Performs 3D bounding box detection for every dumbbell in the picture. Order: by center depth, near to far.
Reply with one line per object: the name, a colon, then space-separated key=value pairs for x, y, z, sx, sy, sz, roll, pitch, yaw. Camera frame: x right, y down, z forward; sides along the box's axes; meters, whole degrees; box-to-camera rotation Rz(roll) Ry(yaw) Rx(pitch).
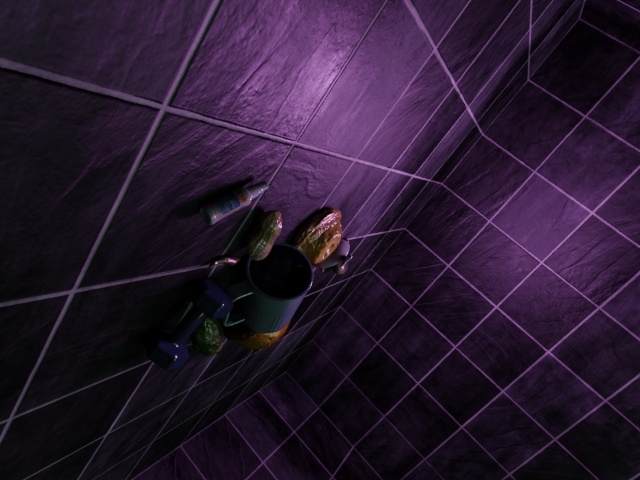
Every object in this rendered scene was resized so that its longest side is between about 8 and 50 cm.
dumbbell: x=-0.452 y=0.286 z=1.390 sx=0.325 sy=0.144 sz=0.160 roll=-47 pitch=161 yaw=4

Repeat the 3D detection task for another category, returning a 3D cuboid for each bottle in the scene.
bottle: x=-0.237 y=-0.115 z=1.148 sx=0.217 sy=0.060 sz=0.060 roll=-34 pitch=159 yaw=-36

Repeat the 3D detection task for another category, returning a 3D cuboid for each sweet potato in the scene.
sweet potato: x=-0.324 y=0.071 z=1.394 sx=0.153 sy=0.038 sz=0.042 roll=-9 pitch=116 yaw=-61

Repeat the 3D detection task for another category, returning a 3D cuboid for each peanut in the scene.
peanut: x=-0.198 y=-0.020 z=1.408 sx=0.098 sy=0.090 sz=0.214 roll=11 pitch=124 yaw=-35

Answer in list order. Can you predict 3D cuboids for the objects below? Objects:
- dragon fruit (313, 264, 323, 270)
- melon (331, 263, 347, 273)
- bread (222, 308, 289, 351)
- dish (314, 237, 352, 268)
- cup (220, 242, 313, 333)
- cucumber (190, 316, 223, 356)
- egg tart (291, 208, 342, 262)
dragon fruit: x=0.019 y=0.111 z=2.200 sx=0.102 sy=0.096 sz=0.147 roll=-35 pitch=158 yaw=-23
melon: x=0.124 y=0.167 z=2.572 sx=0.098 sy=0.098 sz=0.130 roll=-53 pitch=162 yaw=20
bread: x=-0.271 y=0.383 z=1.838 sx=0.340 sy=0.179 sz=0.194 roll=-33 pitch=130 yaw=-4
dish: x=0.052 y=0.047 z=2.033 sx=0.224 sy=0.246 sz=0.078 roll=-42 pitch=122 yaw=-13
cup: x=-0.209 y=0.224 z=1.610 sx=0.331 sy=0.256 sz=0.311 roll=-52 pitch=172 yaw=-41
cucumber: x=-0.448 y=0.352 z=1.592 sx=0.134 sy=0.134 sz=0.245 roll=-35 pitch=156 yaw=-33
egg tart: x=0.000 y=-0.002 z=1.857 sx=0.341 sy=0.129 sz=0.341 roll=-43 pitch=162 yaw=-18
